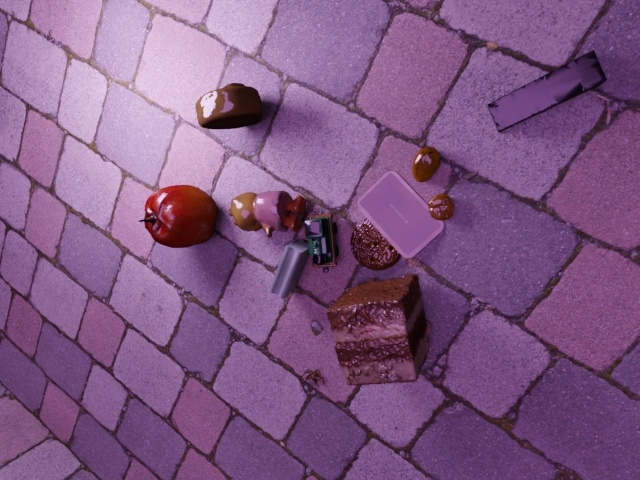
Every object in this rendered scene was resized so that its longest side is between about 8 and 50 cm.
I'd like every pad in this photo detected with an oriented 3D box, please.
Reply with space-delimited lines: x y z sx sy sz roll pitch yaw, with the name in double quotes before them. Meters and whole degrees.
"pad" 0.259 -0.086 1.333 0.176 0.002 0.266 -44 82 13

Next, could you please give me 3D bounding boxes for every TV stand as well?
"TV stand" 0.602 -0.395 1.105 0.269 0.082 0.088 -25 91 26

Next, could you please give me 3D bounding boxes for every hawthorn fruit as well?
"hawthorn fruit" -0.546 -0.084 1.528 0.253 0.300 0.254 5 102 25

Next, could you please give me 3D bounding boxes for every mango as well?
"mango" 0.327 -0.235 1.266 0.078 0.057 0.114 20 115 14

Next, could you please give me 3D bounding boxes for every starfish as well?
"starfish" -0.024 0.531 1.572 0.091 0.028 0.078 25 114 14

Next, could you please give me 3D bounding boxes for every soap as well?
"soap" -0.107 0.100 1.470 0.066 0.119 0.198 29 113 14

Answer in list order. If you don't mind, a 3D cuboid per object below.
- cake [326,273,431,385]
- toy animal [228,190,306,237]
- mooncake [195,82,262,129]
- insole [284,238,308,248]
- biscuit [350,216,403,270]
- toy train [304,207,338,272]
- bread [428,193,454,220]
"cake" 0.198 0.286 1.295 0.255 0.282 0.291 -12 97 27
"toy animal" -0.209 -0.100 1.459 0.281 0.169 0.196 -3 56 28
"mooncake" -0.310 -0.453 1.386 0.234 0.235 0.117 -5 98 24
"insole" -0.046 0.024 1.498 0.193 0.006 0.065 -3 98 23
"biscuit" 0.190 0.011 1.384 0.187 0.027 0.188 4 101 23
"toy train" 0.000 0.000 1.397 0.091 0.136 0.228 -4 89 21
"bread" 0.376 -0.105 1.272 0.080 0.046 0.083 13 99 14
